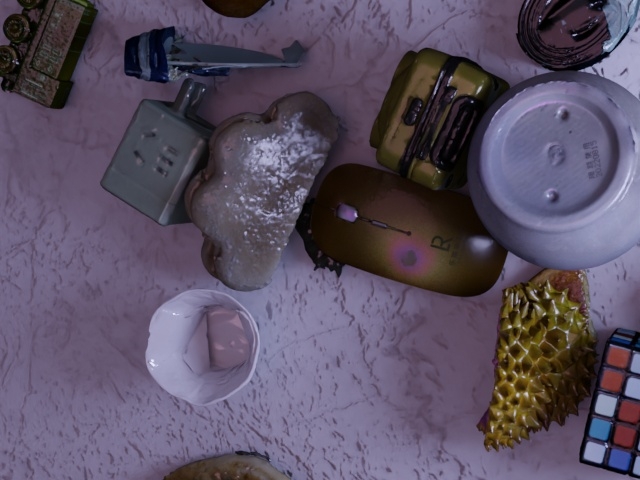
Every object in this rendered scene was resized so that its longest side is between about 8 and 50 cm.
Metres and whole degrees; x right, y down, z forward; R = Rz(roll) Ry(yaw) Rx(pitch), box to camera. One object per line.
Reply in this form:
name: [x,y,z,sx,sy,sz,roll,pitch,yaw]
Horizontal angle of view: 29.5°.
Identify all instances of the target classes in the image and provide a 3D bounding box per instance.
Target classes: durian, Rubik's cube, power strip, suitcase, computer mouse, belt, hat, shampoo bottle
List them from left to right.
power strip: [-0.233,-0.153,1.982,0.140,0.139,0.224,33,103,16]
hat: [-0.173,0.167,1.987,0.203,0.126,0.203,1,93,19]
computer mouse: [0.137,-0.016,1.874,0.310,0.072,0.158,18,98,7]
suitcase: [0.173,-0.180,1.787,0.143,0.235,0.194,27,102,15]
durian: [0.320,0.195,1.789,0.186,0.154,0.260,-7,113,3]
shampoo bottle: [0.350,-0.093,1.709,0.273,0.266,0.273,-3,82,19]
belt: [0.385,-0.337,1.788,0.198,0.078,0.151,-45,77,15]
Rubik's cube: [0.485,0.237,1.733,0.187,0.182,0.184,11,96,18]

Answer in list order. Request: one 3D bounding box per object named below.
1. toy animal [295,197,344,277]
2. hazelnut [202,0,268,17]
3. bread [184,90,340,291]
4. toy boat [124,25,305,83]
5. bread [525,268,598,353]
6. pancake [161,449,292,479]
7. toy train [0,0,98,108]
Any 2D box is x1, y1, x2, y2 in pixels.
toy animal: [0.000,0.000,1.960,0.065,0.047,0.135,-30,85,24]
hazelnut: [-0.132,-0.455,1.920,0.178,0.178,0.204,30,133,15]
bread: [-0.106,-0.088,1.916,0.337,0.183,0.102,-65,30,9]
toy boat: [-0.183,-0.289,1.926,0.292,0.210,0.070,10,119,18]
bread: [0.344,0.105,1.842,0.136,0.054,0.154,-11,84,18]
pancake: [-0.146,0.537,2.031,0.382,0.071,0.382,1,94,20]
toy train: [-0.470,-0.345,2.083,0.137,0.090,0.225,26,101,9]
